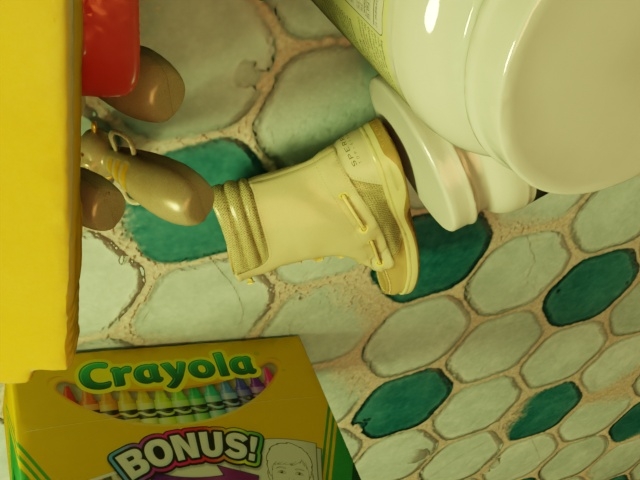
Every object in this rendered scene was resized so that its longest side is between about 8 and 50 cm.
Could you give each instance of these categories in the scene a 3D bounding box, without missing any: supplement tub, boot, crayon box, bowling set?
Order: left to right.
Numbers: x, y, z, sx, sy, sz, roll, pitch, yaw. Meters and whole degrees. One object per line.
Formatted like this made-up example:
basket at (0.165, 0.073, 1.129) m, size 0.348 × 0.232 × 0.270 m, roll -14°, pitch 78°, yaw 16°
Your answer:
bowling set at (-0.209, -0.095, 0.554) m, size 0.200 × 0.154 × 0.287 m, roll -41°, pitch 144°, yaw -35°
crayon box at (-0.146, 0.266, 0.851) m, size 0.362 × 0.313 × 0.106 m, roll -1°, pitch 134°, yaw -28°
boot at (0.000, 0.000, 0.841) m, size 0.203 × 0.095 × 0.262 m, roll -21°, pitch 144°, yaw -2°
supplement tub at (0.120, -0.206, 0.532) m, size 0.235 × 0.325 × 0.236 m, roll -16°, pitch 135°, yaw -17°
supplement tub at (0.205, -0.145, 0.737) m, size 0.272 × 0.191 × 0.191 m, roll -28°, pitch 137°, yaw -1°

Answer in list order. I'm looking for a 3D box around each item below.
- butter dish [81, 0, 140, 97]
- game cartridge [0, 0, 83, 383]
butter dish at (-0.170, -0.176, 0.422) m, size 0.159 × 0.118 × 0.160 m, roll 6°, pitch 128°, yaw 0°
game cartridge at (-0.271, -0.052, 0.393) m, size 0.285 × 0.053 × 0.324 m, roll 6°, pitch 129°, yaw -12°
